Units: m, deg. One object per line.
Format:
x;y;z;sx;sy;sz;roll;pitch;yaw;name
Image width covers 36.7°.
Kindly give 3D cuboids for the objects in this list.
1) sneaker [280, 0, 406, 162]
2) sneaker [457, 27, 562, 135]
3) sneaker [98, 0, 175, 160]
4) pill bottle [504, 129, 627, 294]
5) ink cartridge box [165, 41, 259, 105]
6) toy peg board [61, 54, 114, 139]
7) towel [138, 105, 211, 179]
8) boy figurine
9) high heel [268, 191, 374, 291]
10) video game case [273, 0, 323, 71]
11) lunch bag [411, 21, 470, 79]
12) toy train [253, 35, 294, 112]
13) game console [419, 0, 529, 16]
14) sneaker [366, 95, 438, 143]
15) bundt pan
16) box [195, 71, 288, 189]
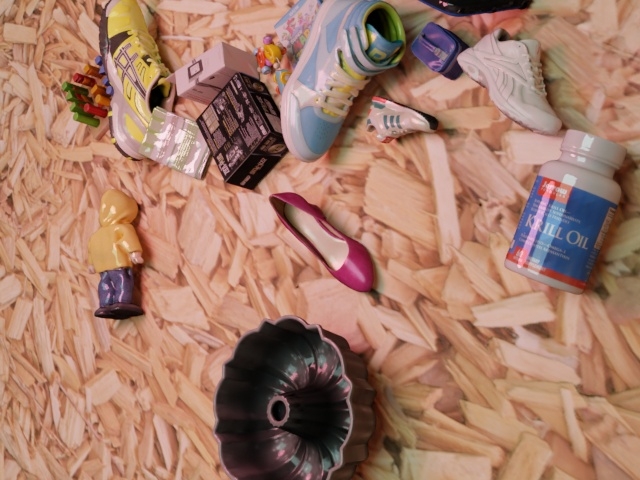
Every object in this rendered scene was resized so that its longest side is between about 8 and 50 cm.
0.044;-0.288;1.714;0.208;0.127;0.319;16;92;57;sneaker
0.314;-0.260;1.521;0.115;0.090;0.232;-48;54;18;sneaker
-0.391;-0.374;2.151;0.147;0.145;0.385;-16;79;28;sneaker
0.361;-0.043;1.403;0.124;0.124;0.222;23;96;42;pill bottle
-0.227;-0.334;2.002;0.180;0.104;0.060;-24;66;36;ink cartridge box
-0.537;-0.356;2.298;0.160;0.079;0.161;-43;56;26;toy peg board
-0.301;-0.206;2.038;0.152;0.023;0.113;23;97;6;towel
-0.455;0.030;2.130;0.177;0.092;0.285;-19;67;37;boy figurine
0.000;0.000;1.716;0.082;0.117;0.244;-49;53;22;high heel
-0.024;-0.401;1.899;0.119;0.015;0.166;-40;57;28;video game case
0.203;-0.327;1.647;0.067;0.065;0.098;-54;52;18;lunch bag
-0.081;-0.336;1.909;0.125;0.046;0.166;103;145;-62;toy train
0.228;-0.508;1.604;0.293;0.250;0.173;39;133;40;game console
0.139;-0.199;1.684;0.161;0.057;0.075;31;104;45;sneaker
-0.033;0.299;1.674;0.330;0.124;0.331;-11;72;39;bundt pan
-0.152;-0.219;1.926;0.147;0.077;0.180;-45;54;24;box
